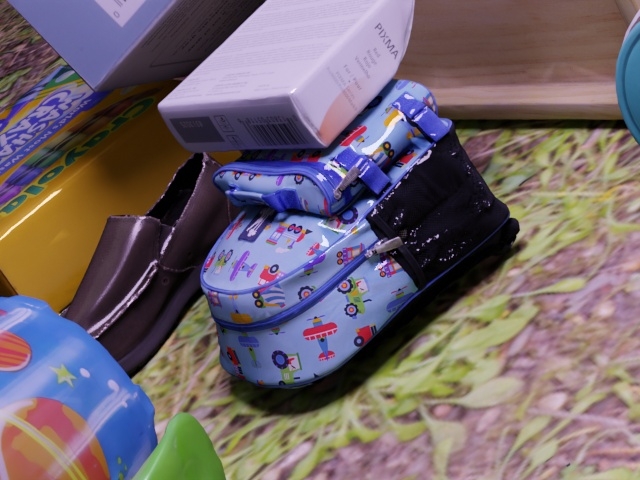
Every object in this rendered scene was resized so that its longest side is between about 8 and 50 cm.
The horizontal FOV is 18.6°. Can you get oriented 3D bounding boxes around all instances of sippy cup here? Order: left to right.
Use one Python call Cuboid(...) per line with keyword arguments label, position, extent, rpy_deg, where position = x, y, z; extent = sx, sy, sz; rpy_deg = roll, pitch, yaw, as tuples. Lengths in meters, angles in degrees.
Cuboid(label="sippy cup", position=(-0.199, 0.145, 0.982), extent=(0.305, 0.240, 0.224), rpy_deg=(22, 33, 15))

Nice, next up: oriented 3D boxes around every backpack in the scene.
Cuboid(label="backpack", position=(0.000, 0.000, 1.134), extent=(0.173, 0.117, 0.158), rpy_deg=(-42, 24, -17))

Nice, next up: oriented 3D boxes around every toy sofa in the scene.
Cuboid(label="toy sofa", position=(0.143, -0.167, 1.245), extent=(0.177, 0.150, 0.362), rpy_deg=(-40, 24, -27))

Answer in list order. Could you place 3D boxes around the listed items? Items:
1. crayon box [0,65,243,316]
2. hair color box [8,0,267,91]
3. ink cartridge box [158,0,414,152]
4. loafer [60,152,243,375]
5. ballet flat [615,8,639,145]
Cuboid(label="crayon box", position=(-0.194, -0.038, 1.491), extent=(0.203, 0.083, 0.323), rpy_deg=(-40, 25, -19))
Cuboid(label="hair color box", position=(-0.072, -0.223, 1.432), extent=(0.185, 0.113, 0.374), rpy_deg=(-46, -6, 17))
Cuboid(label="ink cartridge box", position=(0.005, -0.122, 1.161), extent=(0.179, 0.045, 0.145), rpy_deg=(-44, 25, -27))
Cuboid(label="loafer", position=(-0.128, 0.020, 1.296), extent=(0.080, 0.078, 0.220), rpy_deg=(-4, 35, 47))
Cuboid(label="ballet flat", position=(0.302, -0.059, 0.754), extent=(0.400, 0.139, 0.139), rpy_deg=(5, 42, 48))
